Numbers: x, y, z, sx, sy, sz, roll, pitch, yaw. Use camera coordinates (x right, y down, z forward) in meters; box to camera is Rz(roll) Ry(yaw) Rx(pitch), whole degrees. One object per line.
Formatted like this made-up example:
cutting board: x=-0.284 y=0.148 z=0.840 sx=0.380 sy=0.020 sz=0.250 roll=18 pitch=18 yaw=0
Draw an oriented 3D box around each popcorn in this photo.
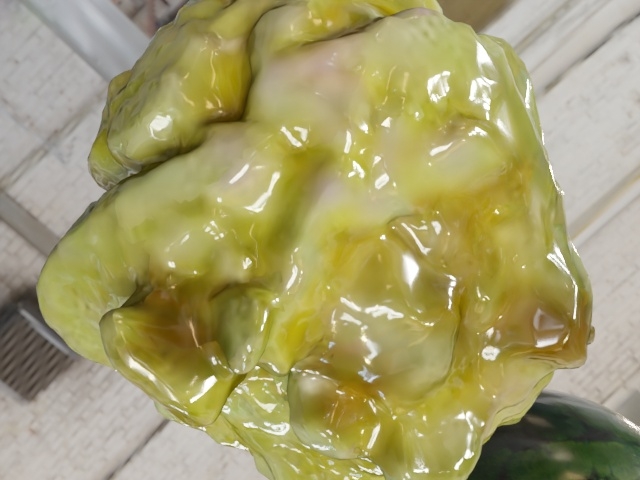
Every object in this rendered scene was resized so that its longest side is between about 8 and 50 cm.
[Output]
popcorn: x=-0.001 y=0.000 z=0.404 sx=0.167 sy=0.185 sz=0.188 roll=-16 pitch=-115 yaw=23

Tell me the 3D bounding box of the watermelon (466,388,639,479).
watermelon: x=0.133 y=0.213 z=0.734 sx=0.242 sy=0.242 sz=0.242 roll=-39 pitch=-158 yaw=19
